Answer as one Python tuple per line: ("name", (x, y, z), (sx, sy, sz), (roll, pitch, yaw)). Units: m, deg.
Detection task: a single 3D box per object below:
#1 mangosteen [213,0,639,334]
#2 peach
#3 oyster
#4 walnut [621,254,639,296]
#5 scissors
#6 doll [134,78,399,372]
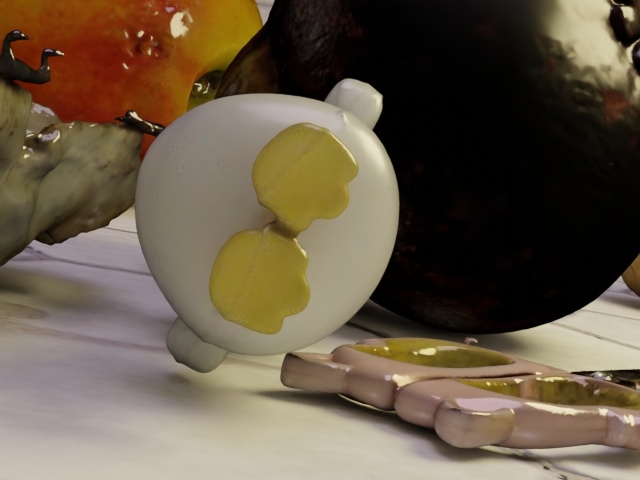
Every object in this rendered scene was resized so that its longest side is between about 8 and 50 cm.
("mangosteen", (0.083, -0.069, 0.842), (0.297, 0.313, 0.297), (20, 38, -17))
("peach", (-0.246, -0.197, 1.327), (0.373, 0.290, 0.372), (-3, 38, 2))
("oyster", (-0.171, -0.037, 0.599), (0.198, 0.133, 0.337), (12, 7, -9))
("walnut", (0.402, -0.026, 1.279), (0.261, 0.225, 0.225), (-23, 18, -21))
("scissors", (0.120, 0.068, 0.628), (0.160, 0.024, 0.317), (13, 5, 40))
("doll", (-0.022, -0.007, 0.580), (0.119, 0.138, 0.293), (30, -2, -6))
